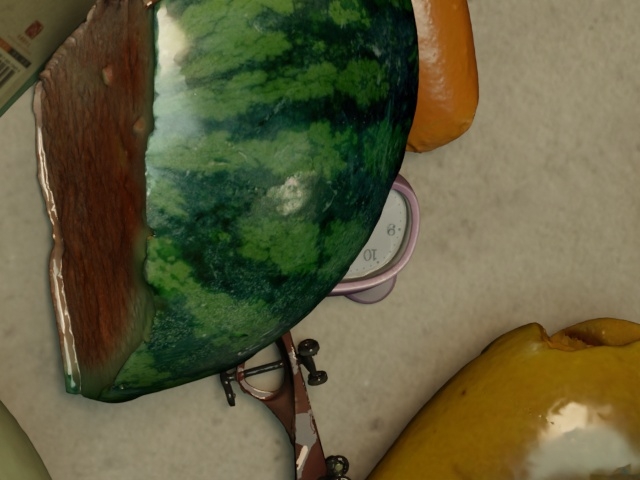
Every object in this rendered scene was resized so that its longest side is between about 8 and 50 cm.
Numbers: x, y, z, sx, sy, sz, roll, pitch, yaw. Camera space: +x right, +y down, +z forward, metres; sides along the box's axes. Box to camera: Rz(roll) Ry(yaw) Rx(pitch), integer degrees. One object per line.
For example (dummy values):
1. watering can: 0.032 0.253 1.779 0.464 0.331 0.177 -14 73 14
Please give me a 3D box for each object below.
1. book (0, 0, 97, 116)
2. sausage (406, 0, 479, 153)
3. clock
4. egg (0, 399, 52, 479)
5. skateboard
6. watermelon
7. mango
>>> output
1. book: -0.195 -0.210 1.219 0.283 0.025 0.215 -47 149 -2
2. sausage: 0.058 -0.180 1.314 0.098 0.098 0.238 -17 102 -9
3. clock: 0.000 0.000 1.356 0.152 0.050 0.110 -1 101 -12
4. egg: -0.306 0.202 1.220 0.258 0.258 0.352 -34 109 -4
5. skateboard: -0.029 0.130 1.376 0.080 0.067 0.151 -14 98 1
6. watermelon: -0.083 -0.045 1.204 0.319 0.222 0.292 -14 91 10
7. mango: 0.153 0.211 1.362 0.365 0.182 0.253 -35 107 -5
